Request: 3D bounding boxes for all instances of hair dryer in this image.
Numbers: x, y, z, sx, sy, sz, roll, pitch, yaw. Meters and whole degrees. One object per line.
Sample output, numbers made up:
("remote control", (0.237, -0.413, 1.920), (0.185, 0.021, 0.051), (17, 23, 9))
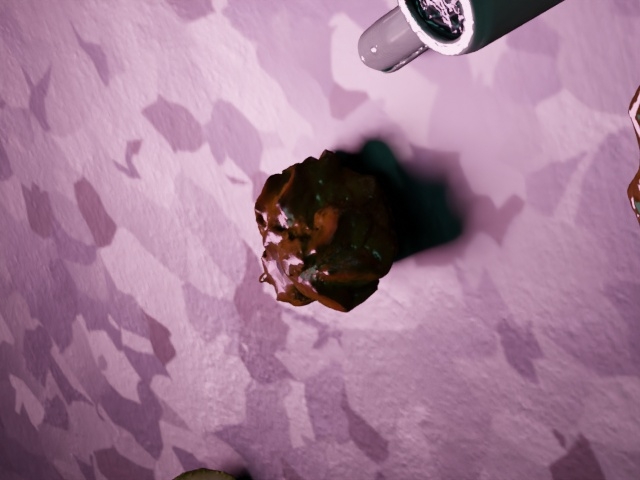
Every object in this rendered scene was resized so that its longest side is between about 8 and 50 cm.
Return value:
("hair dryer", (0.070, -0.141, 0.824), (0.073, 0.131, 0.236), (60, 155, -6))

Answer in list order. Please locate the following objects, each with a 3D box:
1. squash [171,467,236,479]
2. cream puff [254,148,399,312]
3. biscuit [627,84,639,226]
("squash", (-0.149, 0.277, 1.342), (0.094, 0.094, 0.224), (58, 147, 1))
("cream puff", (0.000, 0.000, 0.999), (0.122, 0.094, 0.116), (31, 136, 25))
("biscuit", (0.245, -0.012, 0.773), (0.182, 0.034, 0.215), (25, 130, 36))
